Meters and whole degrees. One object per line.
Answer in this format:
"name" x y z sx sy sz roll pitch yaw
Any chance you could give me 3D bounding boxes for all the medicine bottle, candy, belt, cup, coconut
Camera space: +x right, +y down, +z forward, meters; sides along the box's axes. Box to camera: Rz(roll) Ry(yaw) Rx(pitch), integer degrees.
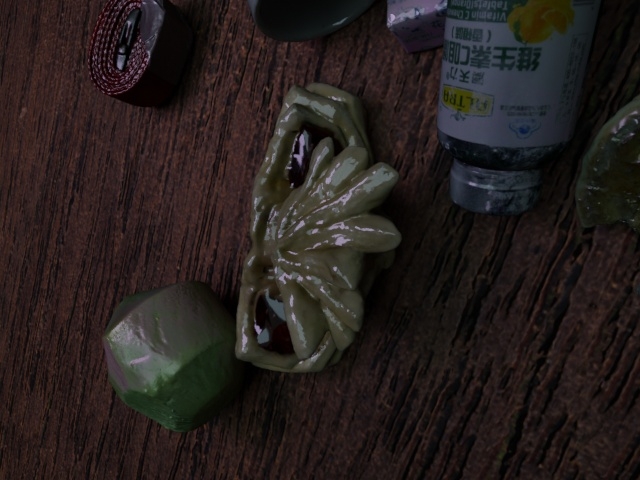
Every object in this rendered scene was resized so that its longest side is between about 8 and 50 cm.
"medicine bottle" 0.195 -0.174 0.496 0.142 0.141 0.293 17 125 30
"candy" 0.162 -0.294 0.593 0.160 0.092 0.073 -4 85 29
"belt" -0.311 -0.338 0.862 0.128 0.124 0.200 24 96 12
"cup" 0.000 -0.432 0.648 0.258 0.186 0.233 -18 83 -3
"coconut" -0.226 0.165 0.748 0.204 0.236 0.236 -48 66 7

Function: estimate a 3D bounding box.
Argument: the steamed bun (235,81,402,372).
"steamed bun" 0.000 0.000 0.636 0.247 0.189 0.427 15 96 23

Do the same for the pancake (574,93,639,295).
"pancake" 0.357 -0.033 0.432 0.254 0.037 0.253 33 139 34
